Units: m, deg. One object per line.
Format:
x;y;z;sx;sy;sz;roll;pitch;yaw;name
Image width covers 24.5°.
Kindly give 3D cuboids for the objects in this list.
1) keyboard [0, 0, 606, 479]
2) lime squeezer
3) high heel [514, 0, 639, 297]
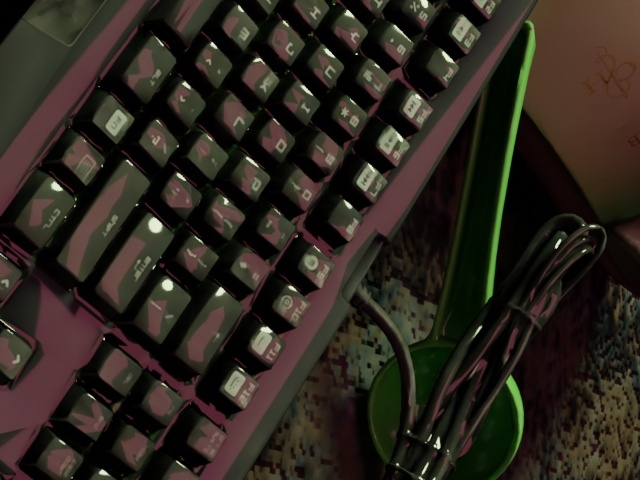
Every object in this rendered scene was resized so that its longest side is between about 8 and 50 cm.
0.000;0.000;0.399;0.201;0.033;0.317;45;67;-30;keyboard
0.032;0.089;0.490;0.110;0.058;0.310;101;8;-75;lime squeezer
0.085;-0.117;0.576;0.181;0.127;0.377;-102;166;-63;high heel
